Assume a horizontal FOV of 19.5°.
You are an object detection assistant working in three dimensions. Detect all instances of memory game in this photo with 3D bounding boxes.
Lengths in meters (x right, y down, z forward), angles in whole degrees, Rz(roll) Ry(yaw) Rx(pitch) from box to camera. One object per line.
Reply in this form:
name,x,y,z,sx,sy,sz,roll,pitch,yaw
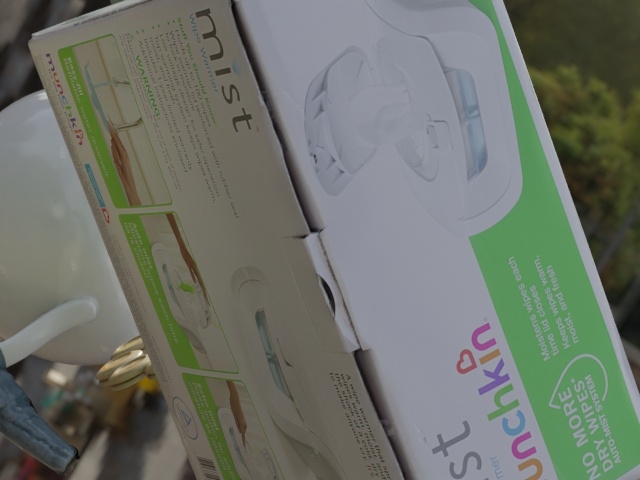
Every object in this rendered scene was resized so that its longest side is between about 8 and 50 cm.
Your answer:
memory game,-0.071,0.050,1.266,0.012,0.186,0.186,62,12,-10

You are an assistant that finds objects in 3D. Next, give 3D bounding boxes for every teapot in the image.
teapot,-0.239,-0.005,1.551,0.187,0.252,0.256,-7,-10,8

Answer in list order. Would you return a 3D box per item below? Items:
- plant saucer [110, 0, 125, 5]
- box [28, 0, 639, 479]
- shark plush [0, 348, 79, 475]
plant saucer,-0.076,-0.136,1.246,0.195,0.037,0.195,27,-29,17
box,0.000,0.000,0.835,0.127,0.262,0.231,-25,10,-27
shark plush,-0.167,0.049,0.736,0.161,0.073,0.067,45,25,8
